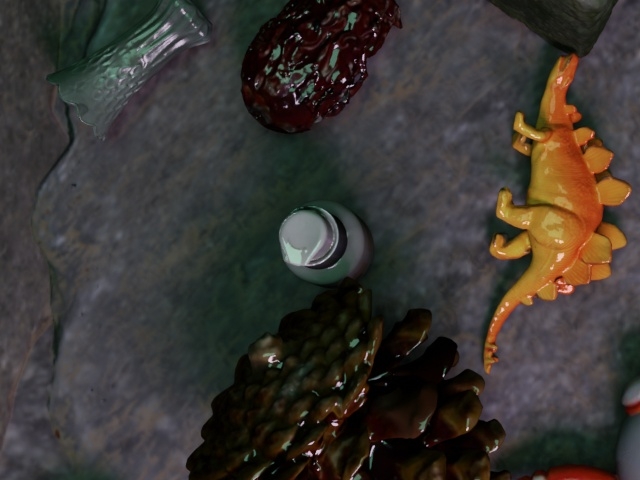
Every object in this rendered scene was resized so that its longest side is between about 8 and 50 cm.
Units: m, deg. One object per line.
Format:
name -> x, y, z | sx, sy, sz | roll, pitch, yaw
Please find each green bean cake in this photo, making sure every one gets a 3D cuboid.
green bean cake -> 0.170, -0.250, 1.086 | 0.185, 0.183, 0.094 | 30, 89, 10

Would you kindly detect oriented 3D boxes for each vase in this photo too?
vase -> -0.170, -0.167, 1.187 | 0.148, 0.081, 0.081 | -39, 81, 0

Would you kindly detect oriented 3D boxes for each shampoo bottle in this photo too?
shampoo bottle -> 0.000, 0.000, 1.086 | 0.074, 0.192, 0.074 | -1, 84, 9

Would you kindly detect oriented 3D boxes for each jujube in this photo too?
jujube -> -0.006, -0.173, 1.156 | 0.104, 0.104, 0.166 | 35, 78, 10

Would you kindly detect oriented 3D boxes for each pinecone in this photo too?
pinecone -> 0.034, 0.175, 1.046 | 0.264, 0.264, 0.264 | -1, 85, 9

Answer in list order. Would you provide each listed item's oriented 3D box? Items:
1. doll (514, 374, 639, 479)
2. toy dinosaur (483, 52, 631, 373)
doll -> 0.275, 0.223, 1.078 | 0.200, 0.105, 0.336 | 43, 100, 11
toy dinosaur -> 0.210, -0.018, 1.122 | 0.117, 0.070, 0.288 | 9, 91, 9
